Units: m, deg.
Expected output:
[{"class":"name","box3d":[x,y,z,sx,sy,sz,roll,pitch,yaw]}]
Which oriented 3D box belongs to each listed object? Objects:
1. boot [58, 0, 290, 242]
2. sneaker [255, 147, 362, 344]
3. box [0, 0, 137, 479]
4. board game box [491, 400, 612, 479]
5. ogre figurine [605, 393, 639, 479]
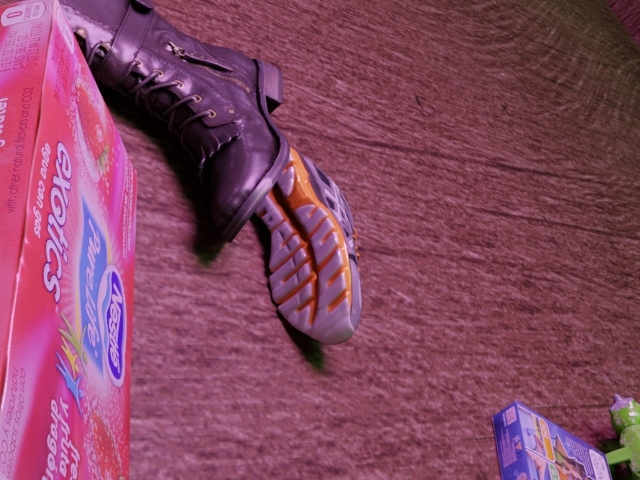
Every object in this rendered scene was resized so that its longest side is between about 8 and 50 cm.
[{"class":"boot","box3d":[-0.146,-0.127,0.842,0.229,0.091,0.263,26,33,-23]},{"class":"sneaker","box3d":[0.000,0.000,0.869,0.083,0.084,0.214,24,37,-42]},{"class":"box","box3d":[-0.186,0.032,0.485,0.142,0.154,0.300,74,4,-47]},{"class":"board game box","box3d":[0.228,0.260,0.903,0.136,0.035,0.201,33,34,-24]},{"class":"ogre figurine","box3d":[0.352,0.244,1.029,0.118,0.097,0.197,47,41,-38]}]
